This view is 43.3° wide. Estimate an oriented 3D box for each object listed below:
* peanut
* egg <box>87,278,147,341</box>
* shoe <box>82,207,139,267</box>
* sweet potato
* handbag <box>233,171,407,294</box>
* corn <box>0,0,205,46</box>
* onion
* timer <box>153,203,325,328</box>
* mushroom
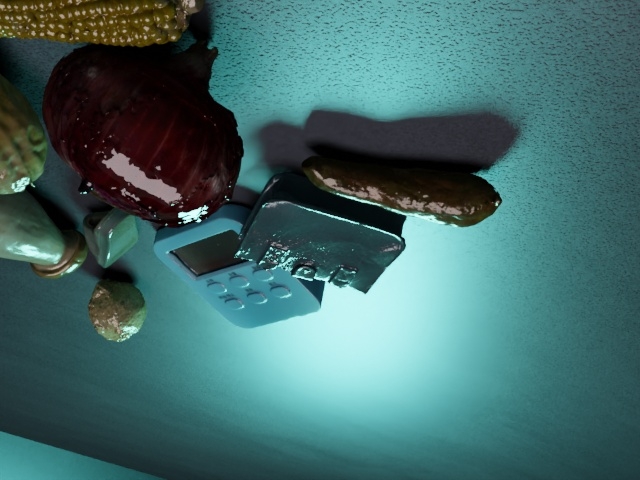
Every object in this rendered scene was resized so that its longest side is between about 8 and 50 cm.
[{"bbox_3d":[-0.457,-0.181,0.991,0.149,0.149,0.313,-1,148,19],"label":"peanut"},{"bbox_3d":[-0.401,0.136,1.586,0.118,0.116,0.140,33,151,14],"label":"egg"},{"bbox_3d":[-0.355,-0.020,1.346,0.078,0.079,0.195,48,157,2],"label":"shoe"},{"bbox_3d":[0.108,-0.072,1.097,0.273,0.075,0.075,11,153,3],"label":"sweet potato"},{"bbox_3d":[0.000,0.000,1.220,0.229,0.062,0.179,18,135,-17],"label":"handbag"},{"bbox_3d":[-0.276,-0.254,0.842,0.319,0.097,0.097,5,152,12],"label":"corn"},{"bbox_3d":[-0.190,-0.136,0.931,0.252,0.219,0.252,42,180,0],"label":"onion"},{"bbox_3d":[-0.140,0.046,1.374,0.231,0.091,0.250,-17,139,41],"label":"timer"},{"bbox_3d":[-0.513,-0.034,1.297,0.128,0.128,0.350,-4,154,23],"label":"mushroom"}]
